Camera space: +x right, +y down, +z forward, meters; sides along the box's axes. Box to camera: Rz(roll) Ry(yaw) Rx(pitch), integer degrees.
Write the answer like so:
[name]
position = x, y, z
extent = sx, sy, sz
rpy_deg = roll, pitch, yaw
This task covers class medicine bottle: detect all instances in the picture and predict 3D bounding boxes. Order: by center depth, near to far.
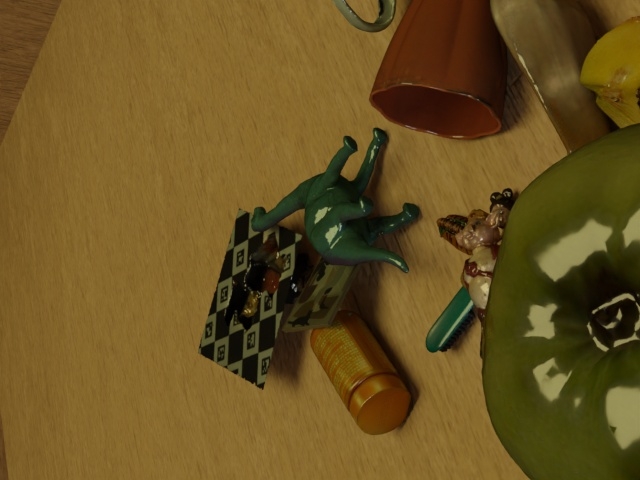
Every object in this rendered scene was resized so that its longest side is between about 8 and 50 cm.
[medicine bottle]
position = 0.060, 0.199, 1.768
extent = 0.192, 0.096, 0.096
rpy_deg = 56, 129, 47

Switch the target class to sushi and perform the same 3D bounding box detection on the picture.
[sushi]
position = -0.109, 0.108, 2.094
extent = 0.294, 0.059, 0.292
rpy_deg = 22, 97, 60

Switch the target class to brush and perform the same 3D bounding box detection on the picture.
[brush]
position = 0.212, 0.084, 1.616
extent = 0.193, 0.032, 0.043
rpy_deg = -55, 34, 19

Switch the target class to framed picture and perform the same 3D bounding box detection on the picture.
[framed picture]
position = 0.019, 0.059, 1.855
extent = 0.136, 0.010, 0.201
rpy_deg = -15, 41, 57

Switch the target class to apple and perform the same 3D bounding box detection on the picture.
[apple]
position = 0.366, 0.099, 0.994
extent = 0.473, 0.474, 0.473
rpy_deg = -19, 67, 56

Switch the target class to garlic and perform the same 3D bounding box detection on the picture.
[garlic]
position = 0.294, -0.228, 1.447
extent = 0.112, 0.143, 0.318
rpy_deg = -21, 66, 21

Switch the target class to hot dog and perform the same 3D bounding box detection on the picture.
[hot dog]
position = 0.203, -0.010, 1.632
extent = 0.049, 0.037, 0.122
rpy_deg = -56, 34, -3

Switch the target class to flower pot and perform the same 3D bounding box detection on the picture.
[flower pot]
position = 0.175, -0.254, 1.615
extent = 0.190, 0.191, 0.173
rpy_deg = -10, 64, 57

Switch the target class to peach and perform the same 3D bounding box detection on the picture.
[peach]
position = 0.378, -0.192, 1.320
extent = 0.151, 0.118, 0.151
rpy_deg = 53, 164, 23

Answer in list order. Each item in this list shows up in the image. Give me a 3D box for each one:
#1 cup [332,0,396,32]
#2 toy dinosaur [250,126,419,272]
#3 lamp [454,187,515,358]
[cup]
position = 0.066, -0.457, 1.778
extent = 0.186, 0.234, 0.258
rpy_deg = 23, 105, 58
[toy dinosaur]
position = 0.000, 0.000, 1.848
extent = 0.331, 0.129, 0.383
rpy_deg = -46, 37, 33
[lamp]
position = 0.236, 0.037, 1.503
extent = 0.118, 0.118, 0.253
rpy_deg = -37, 55, 50
